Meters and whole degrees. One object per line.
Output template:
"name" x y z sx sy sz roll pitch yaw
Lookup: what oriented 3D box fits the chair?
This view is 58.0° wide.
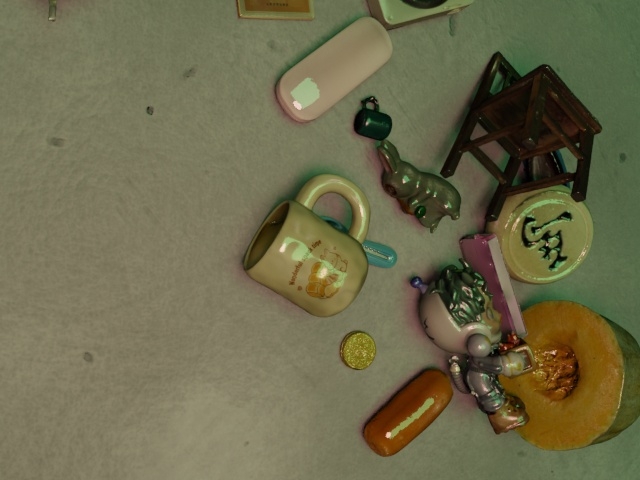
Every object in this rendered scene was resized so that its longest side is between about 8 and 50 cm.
"chair" 0.469 -0.273 1.273 0.203 0.240 0.416 38 61 -19

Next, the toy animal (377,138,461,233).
"toy animal" 0.204 -0.122 1.286 0.236 0.108 0.138 39 45 -5

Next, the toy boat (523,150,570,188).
"toy boat" 0.572 -0.152 1.456 0.097 0.100 0.223 -40 115 -56

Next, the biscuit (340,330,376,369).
"biscuit" 0.082 0.240 1.258 0.084 0.023 0.084 0 89 -25

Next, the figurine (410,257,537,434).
"figurine" 0.349 0.224 1.271 0.186 0.261 0.382 -28 91 1

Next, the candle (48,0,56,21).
"candle" -0.450 -0.508 0.940 0.187 0.187 0.330 -10 94 -24

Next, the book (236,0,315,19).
"book" -0.102 -0.579 1.189 0.170 0.018 0.241 -8 93 -24

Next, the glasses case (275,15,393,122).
"glasses case" 0.033 -0.361 1.216 0.297 0.075 0.113 -42 104 -20

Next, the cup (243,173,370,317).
"cup" -0.011 0.008 1.153 0.202 0.173 0.255 33 57 -19

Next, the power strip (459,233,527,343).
"power strip" 0.404 0.110 1.358 0.037 0.109 0.279 -23 98 -21

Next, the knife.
"knife" 0.076 0.008 1.253 0.222 0.031 0.064 23 82 -22

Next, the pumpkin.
"pumpkin" 0.587 0.321 1.338 0.199 0.332 0.332 22 80 -33

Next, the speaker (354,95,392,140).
"speaker" 0.112 -0.267 1.269 0.075 0.060 0.094 12 49 -24

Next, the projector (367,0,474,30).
"projector" 0.206 -0.629 1.295 0.257 0.079 0.259 -22 97 -22

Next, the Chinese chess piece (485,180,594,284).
"Chinese chess piece" 0.520 -0.017 1.376 0.250 0.101 0.250 -2 106 -7

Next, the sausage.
"sausage" 0.202 0.379 1.275 0.238 0.098 0.098 -37 104 -19
